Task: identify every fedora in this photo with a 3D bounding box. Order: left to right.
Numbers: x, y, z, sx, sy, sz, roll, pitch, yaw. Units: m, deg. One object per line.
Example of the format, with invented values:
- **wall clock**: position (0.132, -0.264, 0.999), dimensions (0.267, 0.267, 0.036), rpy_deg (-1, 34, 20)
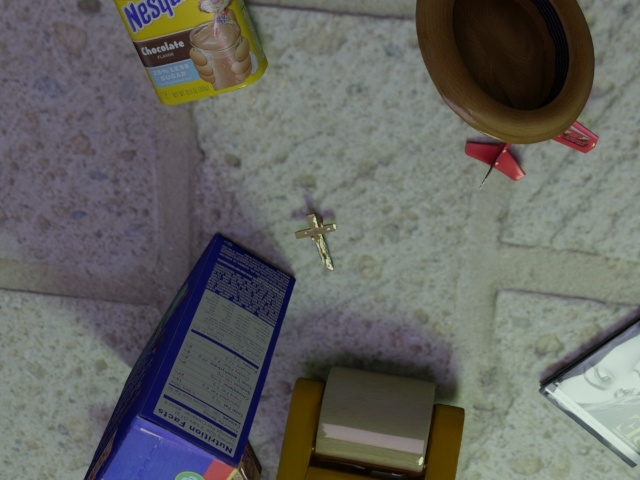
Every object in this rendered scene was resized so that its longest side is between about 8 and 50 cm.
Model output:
- **fedora**: position (0.160, -0.174, 0.987), dimensions (0.194, 0.194, 0.079), rpy_deg (32, 160, -10)

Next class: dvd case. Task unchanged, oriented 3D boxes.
- **dvd case**: position (0.389, 0.161, 1.225), dimensions (0.164, 0.018, 0.221), rpy_deg (39, 122, -15)

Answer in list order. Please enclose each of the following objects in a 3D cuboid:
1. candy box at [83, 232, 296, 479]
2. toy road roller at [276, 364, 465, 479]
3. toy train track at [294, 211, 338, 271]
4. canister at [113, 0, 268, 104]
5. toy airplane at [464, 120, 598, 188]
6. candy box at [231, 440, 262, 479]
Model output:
- **candy box**: position (-0.158, 0.191, 1.174), dimensions (0.122, 0.317, 0.268), rpy_deg (29, 124, -8)
- **toy road roller**: position (0.053, 0.323, 1.324), dimensions (0.203, 0.240, 0.329), rpy_deg (10, 87, 5)
- **toy train track**: position (0.000, 0.000, 1.201), dimensions (0.048, 0.014, 0.083), rpy_deg (-12, 126, 10)
- **canister**: position (-0.135, -0.227, 1.043), dimensions (0.126, 0.073, 0.169), rpy_deg (-11, 122, 19)
- **toy airplane**: position (0.200, -0.113, 1.075), dimensions (0.151, 0.028, 0.151), rpy_deg (8, 122, 13)
- **candy box**: position (-0.183, 0.290, 1.406), dimensions (0.187, 0.053, 0.109), rpy_deg (-12, 119, 17)
